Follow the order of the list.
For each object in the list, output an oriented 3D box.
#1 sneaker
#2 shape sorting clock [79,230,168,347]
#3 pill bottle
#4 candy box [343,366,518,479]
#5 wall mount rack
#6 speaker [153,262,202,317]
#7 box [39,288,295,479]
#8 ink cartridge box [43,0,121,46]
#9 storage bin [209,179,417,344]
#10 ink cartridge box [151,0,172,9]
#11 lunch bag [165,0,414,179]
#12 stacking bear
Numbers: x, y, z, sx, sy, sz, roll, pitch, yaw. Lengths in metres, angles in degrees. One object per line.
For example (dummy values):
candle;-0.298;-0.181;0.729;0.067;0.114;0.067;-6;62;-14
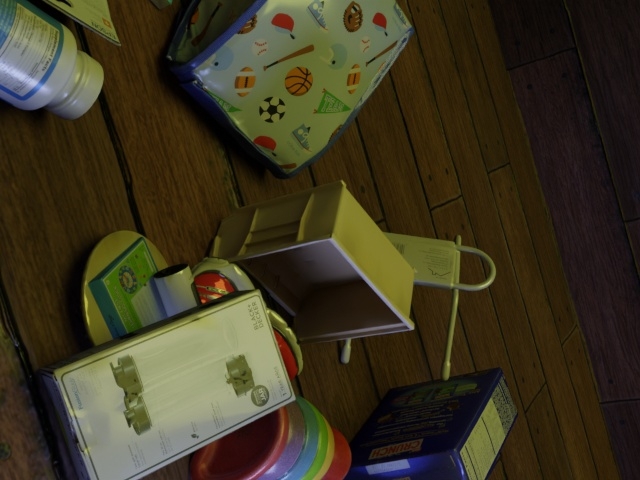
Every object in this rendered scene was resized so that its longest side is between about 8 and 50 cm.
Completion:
sneaker;-0.135;0.149;1.290;0.279;0.107;0.118;53;58;-31
shape sorting clock;-0.267;0.088;1.128;0.206;0.040;0.206;-11;90;-70
pill bottle;-0.385;-0.239;0.994;0.221;0.124;0.124;32;52;-50
candy box;0.210;0.388;1.554;0.317;0.268;0.122;-34;103;-56
wall mount rack;0.173;0.109;1.638;0.130;0.350;0.304;94;6;-51
speaker;-0.197;0.104;1.166;0.055;0.055;0.136;-39;116;-56
box;-0.194;0.188;1.044;0.290;0.087;0.169;-23;98;-30
ink cartridge box;-0.381;-0.373;1.069;0.223;0.045;0.224;26;38;-53
storage bin;-0.011;0.049;1.344;0.262;0.260;0.123;47;43;-39
ink cartridge box;-0.268;-0.438;1.351;0.048;0.028;0.083;44;44;-42
lunch bag;-0.065;-0.348;1.432;0.328;0.239;0.385;43;71;-41
stacking bear;-0.051;0.329;1.278;0.289;0.164;0.175;38;47;-51
